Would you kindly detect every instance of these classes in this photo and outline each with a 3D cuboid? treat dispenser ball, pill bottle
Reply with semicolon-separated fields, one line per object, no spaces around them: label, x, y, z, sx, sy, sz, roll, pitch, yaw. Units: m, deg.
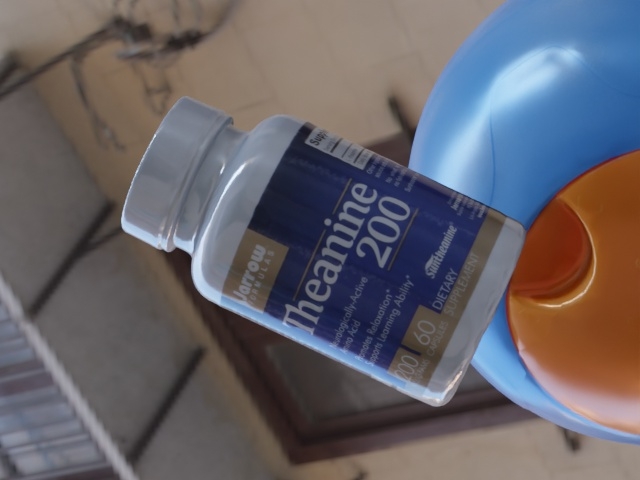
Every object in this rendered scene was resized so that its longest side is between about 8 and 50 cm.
treat dispenser ball;0.195;-0.025;0.978;0.288;0.288;0.288;27;-124;-49
pill bottle;0.000;0.000;0.541;0.120;0.067;0.067;25;-138;4
